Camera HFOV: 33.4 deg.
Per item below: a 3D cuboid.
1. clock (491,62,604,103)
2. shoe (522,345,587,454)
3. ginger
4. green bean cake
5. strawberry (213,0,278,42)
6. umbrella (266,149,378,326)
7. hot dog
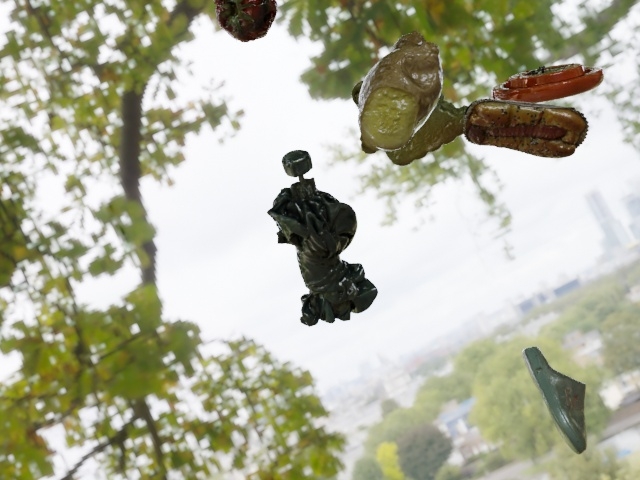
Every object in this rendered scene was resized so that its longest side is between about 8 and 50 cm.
[{"bbox_3d":[0.417,-0.290,1.955,0.205,0.051,0.205,-12,14,3],"label":"clock"},{"bbox_3d":[0.407,0.255,1.776,0.078,0.195,0.079,-28,-25,2],"label":"shoe"},{"bbox_3d":[0.126,-0.243,1.784,0.270,0.123,0.218,-109,43,-80],"label":"ginger"},{"bbox_3d":[0.223,-0.319,2.493,0.233,0.236,0.124,-30,5,19],"label":"green bean cake"},{"bbox_3d":[-0.113,-0.358,1.663,0.106,0.106,0.106,-27,-7,-3],"label":"strawberry"},{"bbox_3d":[-0.001,0.002,1.840,0.143,0.348,0.094,-28,36,-20],"label":"umbrella"},{"bbox_3d":[0.314,-0.173,1.640,0.191,0.059,0.108,7,-37,1],"label":"hot dog"}]
